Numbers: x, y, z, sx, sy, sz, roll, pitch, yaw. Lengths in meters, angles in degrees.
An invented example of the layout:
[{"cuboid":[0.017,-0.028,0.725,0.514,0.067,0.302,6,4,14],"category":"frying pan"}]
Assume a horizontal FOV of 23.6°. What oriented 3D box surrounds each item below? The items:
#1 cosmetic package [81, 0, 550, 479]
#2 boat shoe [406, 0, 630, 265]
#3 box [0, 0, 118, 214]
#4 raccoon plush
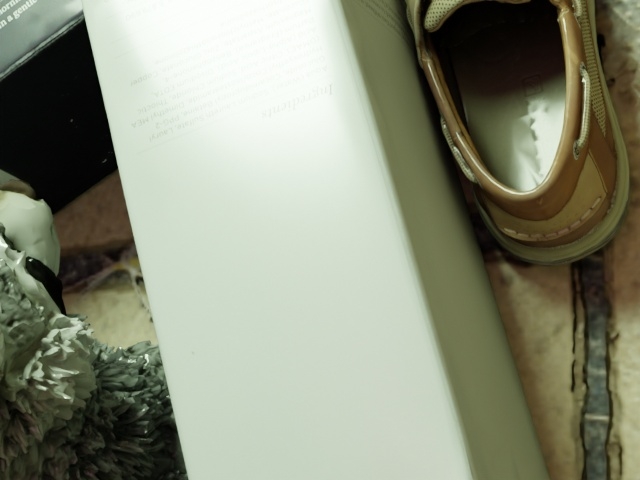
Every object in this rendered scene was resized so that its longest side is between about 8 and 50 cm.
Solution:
[{"cuboid":[0.000,0.000,0.891,0.156,0.217,0.384,-19,67,15],"category":"cosmetic package"},{"cuboid":[0.109,-0.148,0.939,0.123,0.116,0.324,-23,69,15],"category":"boat shoe"},{"cuboid":[-0.310,-0.145,1.071,0.343,0.179,0.312,-34,67,10],"category":"box"},{"cuboid":[-0.188,0.193,0.864,0.216,0.299,0.446,-9,73,19],"category":"raccoon plush"}]
